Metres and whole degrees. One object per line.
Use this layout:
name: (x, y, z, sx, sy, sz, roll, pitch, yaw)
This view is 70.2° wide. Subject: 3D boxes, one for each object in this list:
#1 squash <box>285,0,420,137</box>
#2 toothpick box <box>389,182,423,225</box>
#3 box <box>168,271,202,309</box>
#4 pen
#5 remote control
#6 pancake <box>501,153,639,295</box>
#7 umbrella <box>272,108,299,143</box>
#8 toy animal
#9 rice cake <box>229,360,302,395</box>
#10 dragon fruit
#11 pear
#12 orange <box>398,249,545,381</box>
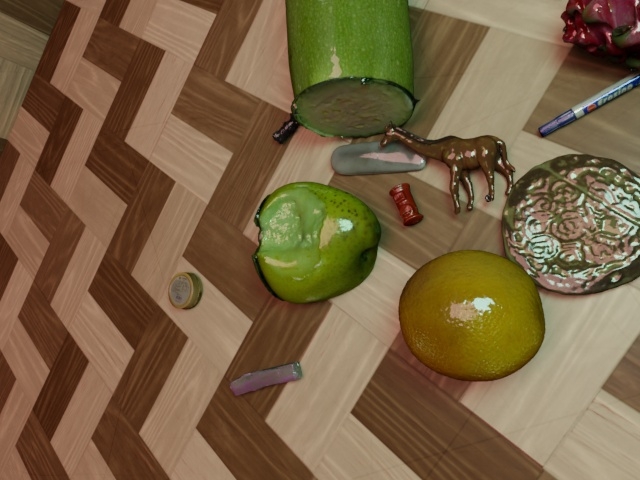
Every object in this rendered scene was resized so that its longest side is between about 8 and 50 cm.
squash: (0.057, -0.438, 0.956, 0.263, 0.263, 0.384, -9, 78, 31)
toothpick box: (0.178, -0.073, 0.941, 0.047, 0.047, 0.083, -31, 67, 25)
box: (-0.377, 0.139, 1.268, 0.106, 0.037, 0.105, -5, 80, 32)
pen: (0.480, -0.242, 0.789, 0.204, 0.025, 0.025, -31, 67, 25)
remote control: (0.120, -0.187, 1.000, 0.229, 0.044, 0.073, 2, 81, 32)
pancake: (0.432, -0.026, 0.773, 0.250, 0.031, 0.250, -5, 80, 29)
umbrella: (-0.064, -0.302, 1.141, 0.144, 0.037, 0.040, -42, 84, 21)
toy animal: (0.243, -0.161, 0.896, 0.224, 0.066, 0.229, -22, 81, 27)
rice cake: (-0.133, 0.329, 1.080, 0.207, 0.036, 0.047, -22, 75, 27)
dragon fruit: (0.526, -0.358, 0.694, 0.273, 0.218, 0.198, 41, 149, 26)
pear: (0.000, 0.000, 0.981, 0.292, 0.159, 0.292, -6, 79, 29)
orange: (0.249, 0.125, 0.764, 0.236, 0.236, 0.236, -6, 79, 32)
